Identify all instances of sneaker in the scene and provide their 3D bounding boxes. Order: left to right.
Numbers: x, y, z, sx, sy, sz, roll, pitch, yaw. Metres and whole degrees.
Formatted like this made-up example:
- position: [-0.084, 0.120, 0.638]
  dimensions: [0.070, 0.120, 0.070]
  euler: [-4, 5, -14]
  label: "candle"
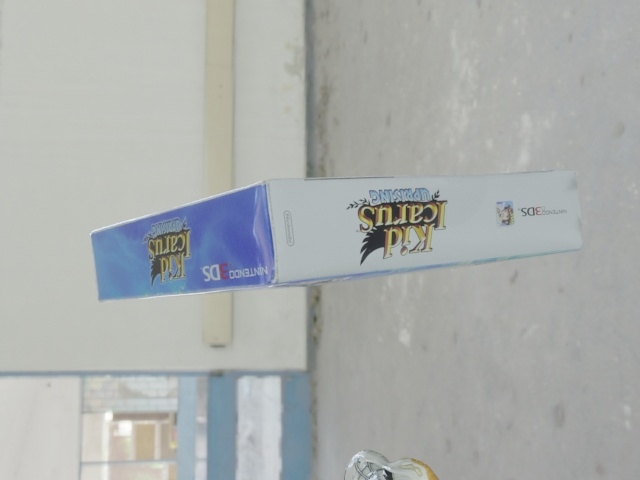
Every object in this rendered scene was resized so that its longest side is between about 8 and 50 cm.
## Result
- position: [0.029, 0.137, 0.455]
  dimensions: [0.032, 0.037, 0.083]
  euler: [53, 151, -5]
  label: "sneaker"

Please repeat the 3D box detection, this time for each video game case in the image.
- position: [0.000, 0.000, 0.597]
  dimensions: [0.269, 0.244, 0.061]
  euler: [-9, 88, 56]
  label: "video game case"
